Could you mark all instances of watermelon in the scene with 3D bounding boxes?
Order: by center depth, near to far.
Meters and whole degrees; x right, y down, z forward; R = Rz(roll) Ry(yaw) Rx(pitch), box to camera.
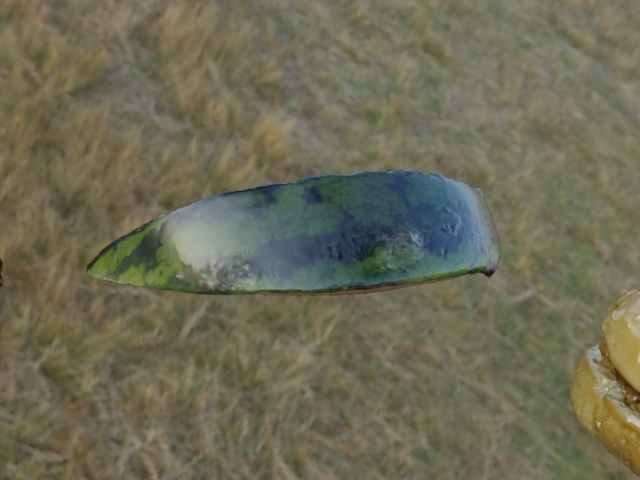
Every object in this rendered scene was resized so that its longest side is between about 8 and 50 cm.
[{"bbox_3d":[0.001,0.006,0.758,0.245,0.119,0.063,-7,80,-20],"label":"watermelon"}]

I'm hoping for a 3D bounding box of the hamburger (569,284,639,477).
[{"bbox_3d":[0.255,0.110,0.840,0.214,0.108,0.213,25,19,-9],"label":"hamburger"}]

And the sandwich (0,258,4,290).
[{"bbox_3d":[-0.227,-0.035,0.342,0.251,0.226,0.087,-7,33,1],"label":"sandwich"}]
